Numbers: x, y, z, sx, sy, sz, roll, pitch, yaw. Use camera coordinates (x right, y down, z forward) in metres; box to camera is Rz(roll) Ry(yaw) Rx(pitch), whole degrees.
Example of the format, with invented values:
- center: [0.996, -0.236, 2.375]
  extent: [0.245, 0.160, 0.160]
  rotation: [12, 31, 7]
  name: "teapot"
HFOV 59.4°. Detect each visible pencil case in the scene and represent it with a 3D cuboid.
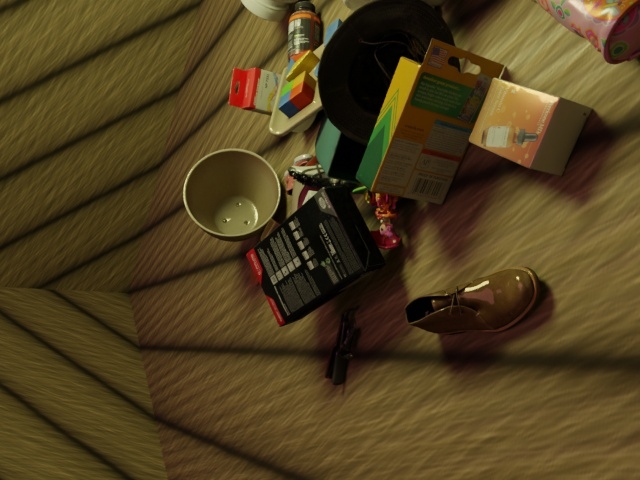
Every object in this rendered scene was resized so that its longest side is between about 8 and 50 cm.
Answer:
- center: [0.448, -0.411, 0.941]
  extent: [0.124, 0.124, 0.284]
  rotation: [-60, 37, 34]
  name: "pencil case"

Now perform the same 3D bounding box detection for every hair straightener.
- center: [0.073, 0.288, 1.520]
  extent: [0.089, 0.047, 0.231]
  rotation: [31, 106, 57]
  name: "hair straightener"

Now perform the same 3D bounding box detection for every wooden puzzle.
- center: [0.000, -0.478, 1.549]
  extent: [0.347, 0.080, 0.322]
  rotation: [-23, 42, 34]
  name: "wooden puzzle"

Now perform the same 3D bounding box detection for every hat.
- center: [0.147, -0.390, 1.306]
  extent: [0.134, 0.331, 0.332]
  rotation: [-102, 27, -71]
  name: "hat"

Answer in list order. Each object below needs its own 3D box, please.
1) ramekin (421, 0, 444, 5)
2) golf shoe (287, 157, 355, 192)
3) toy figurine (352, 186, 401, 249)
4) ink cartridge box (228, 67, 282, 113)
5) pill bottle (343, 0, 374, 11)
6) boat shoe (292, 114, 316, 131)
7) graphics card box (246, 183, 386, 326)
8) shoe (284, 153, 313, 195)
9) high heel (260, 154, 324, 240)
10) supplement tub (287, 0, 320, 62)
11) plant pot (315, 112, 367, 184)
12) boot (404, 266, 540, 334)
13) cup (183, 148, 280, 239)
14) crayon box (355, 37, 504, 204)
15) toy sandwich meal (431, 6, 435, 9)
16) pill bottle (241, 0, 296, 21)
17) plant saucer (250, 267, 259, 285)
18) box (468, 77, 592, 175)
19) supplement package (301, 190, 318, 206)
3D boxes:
- center: [0.199, -0.634, 1.269]
  extent: [0.273, 0.272, 0.127]
  rotation: [-116, 32, -42]
  name: "ramekin"
- center: [0.007, -0.197, 1.599]
  extent: [0.077, 0.198, 0.094]
  rotation: [94, -171, -76]
  name: "golf shoe"
- center: [0.158, -0.057, 1.361]
  extent: [0.173, 0.130, 0.159]
  rotation: [154, 106, -81]
  name: "toy figurine"
- center: [-0.185, -0.502, 1.911]
  extent: [0.078, 0.230, 0.134]
  rotation: [16, 99, 59]
  name: "ink cartridge box"
- center: [0.150, -0.748, 1.458]
  extent: [0.162, 0.162, 0.279]
  rotation: [10, 94, 60]
  name: "pill bottle"
- center: [-0.019, -0.462, 1.741]
  extent: [0.305, 0.109, 0.091]
  rotation: [-41, 45, 45]
  name: "boat shoe"
- center: [-0.025, 0.046, 1.446]
  extent: [0.371, 0.094, 0.233]
  rotation: [-39, 72, 43]
  name: "graphics card box"
- center: [-0.067, -0.210, 1.827]
  extent: [0.178, 0.063, 0.081]
  rotation: [-35, 56, 58]
  name: "shoe"
- center: [-0.014, -0.106, 1.727]
  extent: [0.377, 0.181, 0.127]
  rotation: [-54, 22, 11]
  name: "high heel"
- center: [-0.053, -0.677, 1.847]
  extent: [0.106, 0.106, 0.198]
  rotation: [-11, 74, 58]
  name: "supplement tub"
- center: [0.078, -0.267, 1.495]
  extent: [0.234, 0.165, 0.166]
  rotation: [-126, 50, -59]
  name: "plant pot"
- center: [0.288, 0.128, 1.107]
  extent: [0.305, 0.115, 0.113]
  rotation: [-34, 55, 51]
  name: "boot"
- center: [-0.309, -0.126, 2.020]
  extent: [0.237, 0.330, 0.331]
  rotation: [102, 163, -68]
  name: "cup"
- center: [0.228, -0.248, 1.192]
  extent: [0.083, 0.203, 0.323]
  rotation: [51, 127, 51]
  name: "crayon box"
- center: [0.256, -0.544, 1.374]
  extent: [0.085, 0.029, 0.086]
  rotation: [-8, 80, 55]
  name: "toy sandwich meal"
- center: [-0.117, -0.961, 1.886]
  extent: [0.408, 0.228, 0.229]
  rotation: [-51, 43, 43]
  name: "pill bottle"
- center: [-0.246, 0.129, 2.108]
  extent: [0.083, 0.013, 0.084]
  rotation: [-19, 68, 58]
  name: "plant saucer"
- center: [0.380, -0.212, 1.035]
  extent: [0.170, 0.090, 0.130]
  rotation: [45, 122, 54]
  name: "box"
- center: [0.000, 0.000, 1.596]
  extent: [0.244, 0.133, 0.139]
  rotation: [-63, 37, 32]
  name: "supplement package"
